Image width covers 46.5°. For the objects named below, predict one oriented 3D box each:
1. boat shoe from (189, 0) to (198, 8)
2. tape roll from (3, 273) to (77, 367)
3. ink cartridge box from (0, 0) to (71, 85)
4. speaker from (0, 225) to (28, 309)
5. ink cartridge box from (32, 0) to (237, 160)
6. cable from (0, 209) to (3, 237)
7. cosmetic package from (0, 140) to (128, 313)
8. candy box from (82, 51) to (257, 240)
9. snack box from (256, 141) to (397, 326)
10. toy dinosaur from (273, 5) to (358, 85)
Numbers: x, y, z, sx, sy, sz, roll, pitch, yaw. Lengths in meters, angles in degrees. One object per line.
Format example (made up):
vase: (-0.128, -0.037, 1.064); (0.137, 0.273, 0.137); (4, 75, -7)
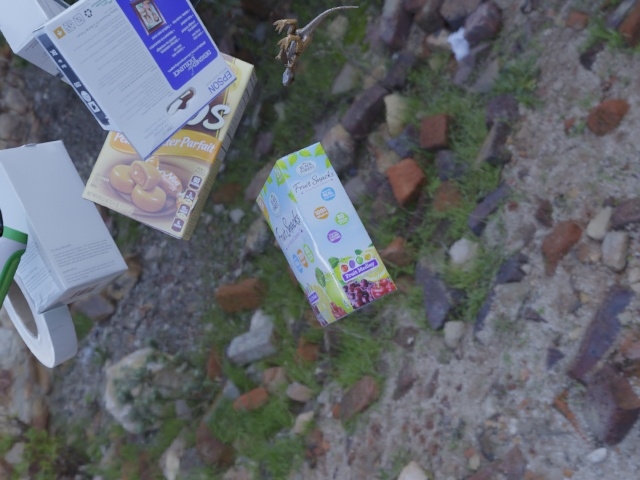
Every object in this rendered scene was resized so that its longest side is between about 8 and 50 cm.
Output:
boat shoe: (-0.321, -0.496, 1.552); (0.109, 0.089, 0.258); (47, 124, 15)
tape roll: (-0.782, 0.158, 2.011); (0.392, 0.072, 0.392); (32, 136, 37)
ink cartridge box: (-0.437, -0.338, 1.230); (0.082, 0.191, 0.139); (-40, 68, 11)
speaker: (-0.733, 0.106, 1.591); (0.131, 0.131, 0.296); (10, 78, 53)
ink cartridge box: (-0.240, -0.248, 1.007); (0.045, 0.208, 0.206); (1, 41, 49)
cable: (-0.602, -0.081, 1.281); (0.287, 0.072, 0.139); (151, 109, -70)
cosmetic package: (-0.644, -0.038, 1.775); (0.155, 0.197, 0.365); (-34, 82, 36)
candy box: (-0.252, -0.179, 1.271); (0.087, 0.183, 0.316); (113, 180, -88)
snack box: (0.000, 0.000, 0.977); (0.207, 0.070, 0.174); (63, 162, 7)
toy dinosaur: (-0.034, -0.410, 1.489); (0.211, 0.112, 0.064); (-50, 61, 27)
